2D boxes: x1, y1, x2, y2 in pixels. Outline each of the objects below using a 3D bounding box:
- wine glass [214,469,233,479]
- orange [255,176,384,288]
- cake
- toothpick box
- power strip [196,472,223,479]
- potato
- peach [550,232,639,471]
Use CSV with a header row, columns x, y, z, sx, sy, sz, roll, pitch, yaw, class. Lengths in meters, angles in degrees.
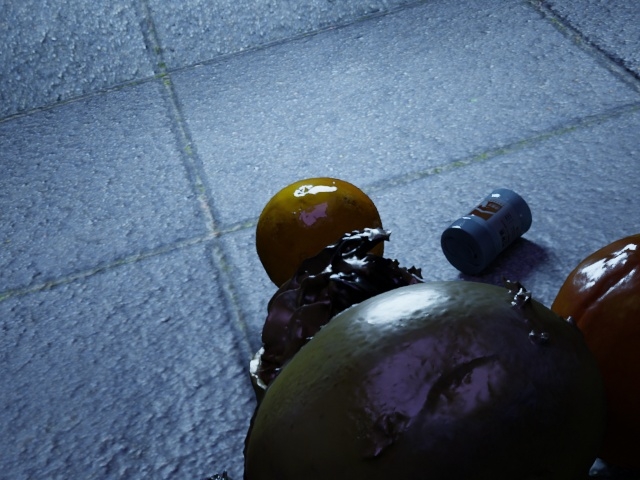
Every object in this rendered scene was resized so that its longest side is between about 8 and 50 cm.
x,y,z,sx,sy,sz,roll,pitch,yaw,class
-0.022,0.382,1.568,0.232,0.156,0.156,-5,31,5,wine glass
0.000,0.000,2.119,0.239,0.240,0.240,-10,30,6,orange
0.047,0.147,1.710,0.332,0.321,0.332,-7,16,2,cake
0.303,-0.018,2.139,0.101,0.101,0.153,16,41,40,toothpick box
-0.152,0.358,1.680,0.050,0.136,0.019,-15,66,-5,power strip
0.154,0.238,1.395,0.442,0.385,0.319,-33,-1,-25,potato
0.471,0.141,1.609,0.342,0.302,0.343,-10,31,6,peach
